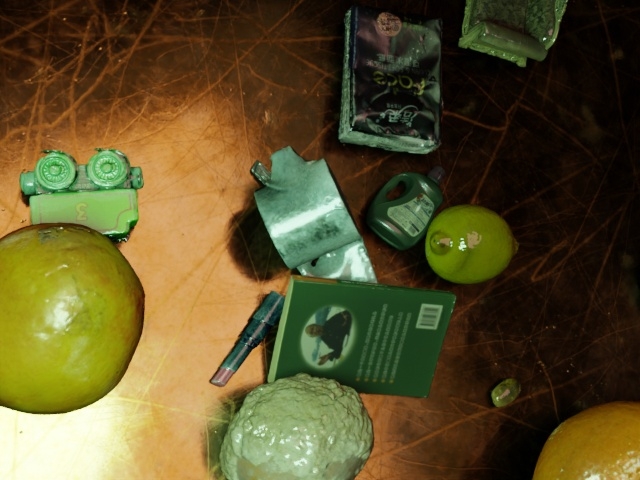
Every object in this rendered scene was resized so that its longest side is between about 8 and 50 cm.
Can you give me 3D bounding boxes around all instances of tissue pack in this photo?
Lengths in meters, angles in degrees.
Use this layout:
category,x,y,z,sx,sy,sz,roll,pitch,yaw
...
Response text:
category,x,y,z,sx,sy,sz,roll,pitch,yaw
tissue pack,0.170,-0.375,2.010,0.245,0.123,0.332,6,78,-14

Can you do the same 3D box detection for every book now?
category,x,y,z,sx,sy,sz,roll,pitch,yaw
book,0.089,0.212,1.845,0.371,0.043,0.260,7,108,-18

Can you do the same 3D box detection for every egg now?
category,x,y,z,sx,sy,sz,roll,pitch,yaw
egg,-0.048,0.403,1.715,0.310,0.279,0.279,-19,85,-19

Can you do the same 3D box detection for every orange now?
category,x,y,z,sx,sy,sz,roll,pitch,yaw
orange,0.664,0.553,1.877,0.424,0.326,0.423,0,87,-6

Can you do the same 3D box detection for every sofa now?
category,x,y,z,sx,sy,sz,roll,pitch,yaw
sofa,0.471,-0.578,2.115,0.200,0.182,0.258,14,75,-14

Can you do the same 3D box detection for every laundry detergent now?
category,x,y,z,sx,sy,sz,roll,pitch,yaw
laundry detergent,0.210,-0.095,1.990,0.144,0.078,0.221,37,71,-4

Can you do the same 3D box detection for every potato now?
category,x,y,z,sx,sy,sz,roll,pitch,yaw
potato,0.430,0.351,1.992,0.083,0.040,0.051,-37,87,-22

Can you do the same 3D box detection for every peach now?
category,x,y,z,sx,sy,sz,roll,pitch,yaw
peach,-0.503,0.152,1.595,0.373,0.290,0.372,-21,126,-32

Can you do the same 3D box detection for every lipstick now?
category,x,y,z,sx,sy,sz,roll,pitch,yaw
lipstick,-0.154,0.211,1.830,0.053,0.053,0.234,40,73,-7

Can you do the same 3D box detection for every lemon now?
category,x,y,z,sx,sy,sz,roll,pitch,yaw
lemon,0.342,0.009,1.958,0.248,0.184,0.184,4,78,-31

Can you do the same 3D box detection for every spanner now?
category,x,y,z,sx,sy,sz,roll,pitch,yaw
spanner,-0.036,-0.057,1.931,0.325,0.026,0.093,46,72,-3

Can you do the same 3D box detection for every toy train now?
category,x,y,z,sx,sy,sz,roll,pitch,yaw
toy train,-0.477,-0.084,1.742,0.243,0.132,0.188,-6,86,-16

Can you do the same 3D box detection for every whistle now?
category,x,y,z,sx,sy,sz,roll,pitch,yaw
whistle,0.001,-0.003,1.847,0.168,0.188,0.404,-24,125,5
